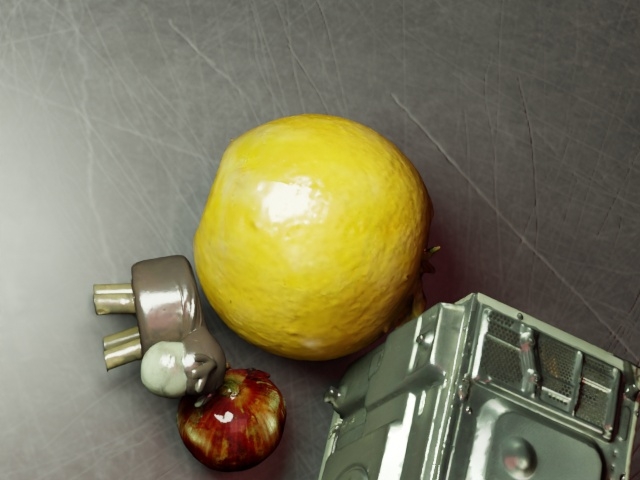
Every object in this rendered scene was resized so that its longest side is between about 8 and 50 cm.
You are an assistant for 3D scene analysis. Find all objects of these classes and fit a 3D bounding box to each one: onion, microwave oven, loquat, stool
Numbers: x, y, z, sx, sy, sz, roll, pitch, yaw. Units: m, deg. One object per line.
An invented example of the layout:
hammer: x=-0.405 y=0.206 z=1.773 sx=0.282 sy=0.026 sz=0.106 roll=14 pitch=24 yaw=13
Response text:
onion: x=-0.094 y=0.193 z=1.795 sx=0.117 sy=0.118 sz=0.118 roll=-10 pitch=82 yaw=0
microwave oven: x=0.120 y=0.301 z=1.704 sx=0.247 sy=0.333 sz=0.394 roll=23 pitch=60 yaw=-17
loquat: x=0.000 y=0.000 z=1.785 sx=0.275 sy=0.275 sz=0.274 roll=3 pitch=78 yaw=-16
stool: x=-0.169 y=0.100 z=1.766 sx=0.121 sy=0.125 sz=0.217 roll=-11 pitch=40 yaw=-9
